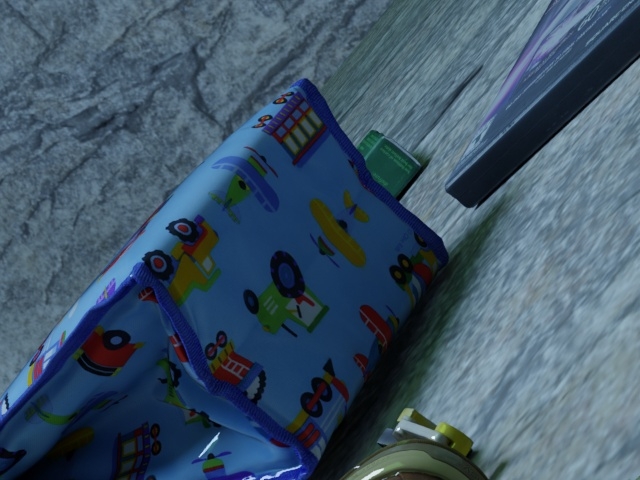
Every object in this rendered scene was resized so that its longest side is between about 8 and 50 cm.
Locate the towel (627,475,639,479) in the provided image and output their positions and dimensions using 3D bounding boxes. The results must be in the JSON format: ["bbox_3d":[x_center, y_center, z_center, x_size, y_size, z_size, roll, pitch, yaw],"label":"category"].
[{"bbox_3d":[0.095,0.076,0.461,0.110,0.027,0.148,-51,7,7],"label":"towel"}]

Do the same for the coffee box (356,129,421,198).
[{"bbox_3d":[0.000,0.000,1.491,0.184,0.040,0.113,-51,6,2],"label":"coffee box"}]

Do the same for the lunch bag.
[{"bbox_3d":[-0.106,0.074,1.086,0.293,0.138,0.221,-33,12,35],"label":"lunch bag"}]

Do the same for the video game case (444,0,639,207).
[{"bbox_3d":[0.179,-0.154,1.178,0.196,0.026,0.274,-45,10,44],"label":"video game case"}]

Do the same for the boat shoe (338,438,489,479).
[{"bbox_3d":[-0.011,0.139,0.688,0.178,0.064,0.060,-45,7,29],"label":"boat shoe"}]

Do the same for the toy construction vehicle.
[{"bbox_3d":[0.021,0.105,0.775,0.086,0.035,0.098,-53,6,-10],"label":"toy construction vehicle"}]
